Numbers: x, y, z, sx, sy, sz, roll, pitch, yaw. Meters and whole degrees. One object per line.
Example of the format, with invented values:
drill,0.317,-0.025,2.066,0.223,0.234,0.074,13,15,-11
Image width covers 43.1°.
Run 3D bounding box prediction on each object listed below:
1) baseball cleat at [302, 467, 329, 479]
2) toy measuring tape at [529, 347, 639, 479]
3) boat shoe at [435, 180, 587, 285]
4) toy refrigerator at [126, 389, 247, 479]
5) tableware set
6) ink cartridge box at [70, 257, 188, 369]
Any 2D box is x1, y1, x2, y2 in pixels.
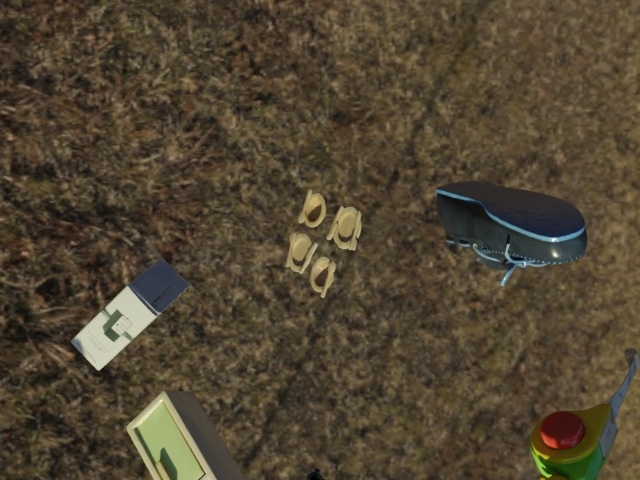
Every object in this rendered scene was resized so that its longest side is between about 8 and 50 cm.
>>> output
baseball cleat,-0.026,0.489,1.424,0.206,0.072,0.109,-87,-175,-60
toy measuring tape,0.429,0.295,1.344,0.330,0.121,0.121,-49,131,-38
boat shoe,0.218,-0.008,0.923,0.109,0.258,0.089,-9,106,-11
toy refrigerator,-0.204,0.382,1.329,0.102,0.269,0.094,-44,153,11
tableware set,0.000,0.000,1.253,0.020,0.168,0.141,12,103,-37
ink cartridge box,-0.384,0.146,1.644,0.087,0.208,0.153,47,26,-5
